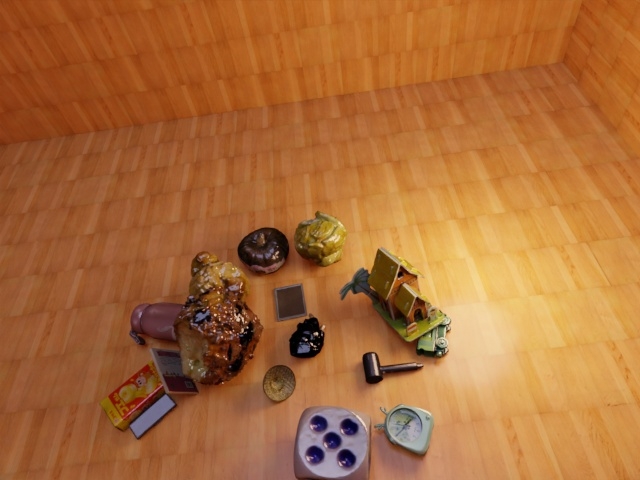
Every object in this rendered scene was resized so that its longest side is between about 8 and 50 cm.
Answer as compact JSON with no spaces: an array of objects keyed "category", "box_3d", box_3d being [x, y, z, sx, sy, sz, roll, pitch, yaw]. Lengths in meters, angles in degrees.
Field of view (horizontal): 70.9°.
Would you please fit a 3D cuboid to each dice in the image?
[{"category":"dice","box_3d":[0.052,0.729,1.583,0.252,0.259,0.242,3,54,10]}]

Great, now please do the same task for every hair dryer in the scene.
[{"category":"hair dryer","box_3d":[0.300,0.509,1.847,0.248,0.070,0.114,-7,51,-2]}]

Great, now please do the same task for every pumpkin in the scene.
[{"category":"pumpkin","box_3d":[-0.282,0.038,2.233,0.261,0.189,0.260,-4,50,4]}]

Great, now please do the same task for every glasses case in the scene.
[{"category":"glasses case","box_3d":[-0.685,0.720,1.842,0.191,0.042,0.072,-40,64,-22]}]

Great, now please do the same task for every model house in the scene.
[{"category":"model house","box_3d":[0.284,0.224,1.872,0.340,0.323,0.300,-27,35,-12]}]

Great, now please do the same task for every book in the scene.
[{"category":"book","box_3d":[-0.620,0.552,1.900,0.022,0.162,0.232,-48,54,10]}]

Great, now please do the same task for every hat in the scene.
[{"category":"hat","box_3d":[-0.181,0.587,1.862,0.146,0.067,0.145,6,76,-25]}]

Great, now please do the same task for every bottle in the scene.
[{"category":"bottle","box_3d":[-0.712,0.382,2.039,0.297,0.173,0.206,5,72,12]}]

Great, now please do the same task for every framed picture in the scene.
[{"category":"framed picture","box_3d":[-0.142,0.290,2.123,0.142,0.011,0.183,-12,50,0]}]

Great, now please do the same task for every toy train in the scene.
[{"category":"toy train","box_3d":[0.481,0.395,1.898,0.132,0.083,0.200,3,49,19]}]

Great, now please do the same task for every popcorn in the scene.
[{"category":"popcorn","box_3d":[-0.001,0.007,2.171,0.277,0.276,0.225,7,58,14]},{"category":"popcorn","box_3d":[-0.486,0.204,2.078,0.332,0.225,0.265,45,53,7]}]

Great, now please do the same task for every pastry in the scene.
[{"category":"pastry","box_3d":[-0.413,0.391,1.869,0.293,0.404,0.338,11,23,38]}]

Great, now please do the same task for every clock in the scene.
[{"category":"clock","box_3d":[0.314,0.698,1.690,0.211,0.066,0.159,14,55,20]}]

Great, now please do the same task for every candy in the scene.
[{"category":"candy","box_3d":[-0.760,0.644,1.885,0.146,0.088,0.276,36,64,29]}]

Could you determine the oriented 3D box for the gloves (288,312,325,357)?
[{"category":"gloves","box_3d":[-0.056,0.407,1.958,0.165,0.124,0.203,5,58,-10]}]
